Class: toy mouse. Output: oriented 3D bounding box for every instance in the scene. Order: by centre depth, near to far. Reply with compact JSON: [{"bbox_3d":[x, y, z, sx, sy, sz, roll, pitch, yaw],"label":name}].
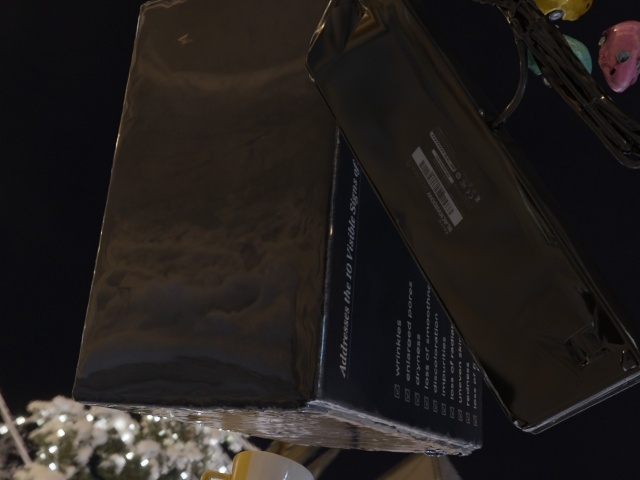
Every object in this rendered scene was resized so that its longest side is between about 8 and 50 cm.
[{"bbox_3d":[0.208,-0.149,0.574,0.031,0.161,0.143,127,-39,-58],"label":"toy mouse"}]

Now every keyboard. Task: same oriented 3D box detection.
[{"bbox_3d":[0.099,-0.057,0.448,0.317,0.033,0.201,61,-35,18],"label":"keyboard"}]

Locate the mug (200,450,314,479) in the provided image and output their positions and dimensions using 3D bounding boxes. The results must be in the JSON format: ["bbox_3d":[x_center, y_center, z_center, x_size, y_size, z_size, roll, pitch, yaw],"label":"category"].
[{"bbox_3d":[-0.048,0.197,0.547,0.078,0.064,0.062,-19,-49,38],"label":"mug"}]

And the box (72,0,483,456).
[{"bbox_3d":[0.000,0.000,0.938,0.297,0.472,0.480,-5,-111,26],"label":"box"}]
